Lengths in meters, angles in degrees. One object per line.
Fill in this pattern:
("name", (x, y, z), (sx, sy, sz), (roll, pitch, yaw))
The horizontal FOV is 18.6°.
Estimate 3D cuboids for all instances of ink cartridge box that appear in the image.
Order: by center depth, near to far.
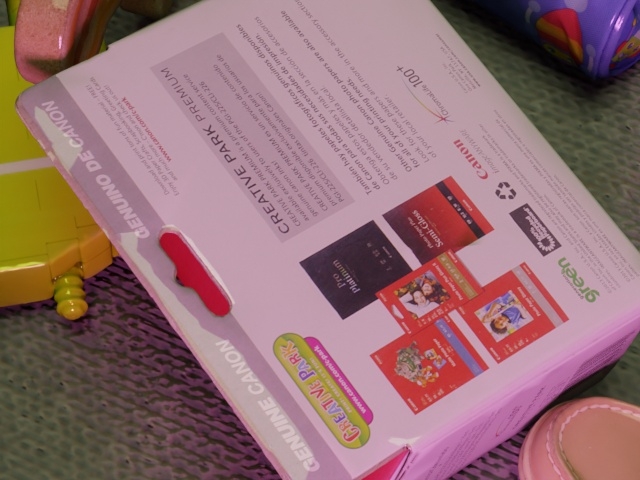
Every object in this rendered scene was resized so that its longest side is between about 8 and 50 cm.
("ink cartridge box", (0.000, 0.000, 1.183), (0.272, 0.130, 0.309), (-28, 71, -26))

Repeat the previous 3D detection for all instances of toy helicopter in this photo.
("toy helicopter", (-0.116, -0.230, 1.266), (0.140, 0.235, 0.355), (15, 43, 7))

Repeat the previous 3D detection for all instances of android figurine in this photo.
("android figurine", (-0.213, -0.060, 1.293), (0.248, 0.056, 0.273), (-11, 58, -9))

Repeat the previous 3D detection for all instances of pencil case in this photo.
("pencil case", (0.126, -0.238, 1.381), (0.306, 0.119, 0.133), (37, 86, 19))

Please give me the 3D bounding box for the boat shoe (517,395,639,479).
("boat shoe", (0.268, 0.187, 1.123), (0.341, 0.110, 0.121), (33, 62, 17))
